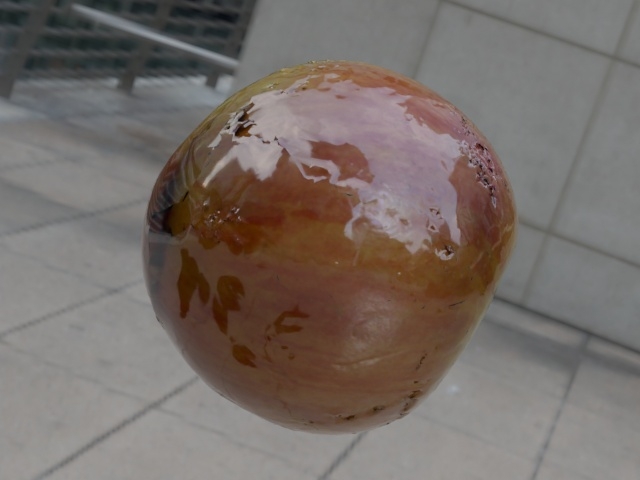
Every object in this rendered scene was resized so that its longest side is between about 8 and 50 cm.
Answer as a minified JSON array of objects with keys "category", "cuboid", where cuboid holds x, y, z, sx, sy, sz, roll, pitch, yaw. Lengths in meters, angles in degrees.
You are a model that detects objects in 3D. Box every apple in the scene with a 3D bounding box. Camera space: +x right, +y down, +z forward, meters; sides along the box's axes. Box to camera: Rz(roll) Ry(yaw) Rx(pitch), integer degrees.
[{"category":"apple","cuboid":[0.000,0.000,0.502,0.147,0.146,0.146,18,12,-4]}]
